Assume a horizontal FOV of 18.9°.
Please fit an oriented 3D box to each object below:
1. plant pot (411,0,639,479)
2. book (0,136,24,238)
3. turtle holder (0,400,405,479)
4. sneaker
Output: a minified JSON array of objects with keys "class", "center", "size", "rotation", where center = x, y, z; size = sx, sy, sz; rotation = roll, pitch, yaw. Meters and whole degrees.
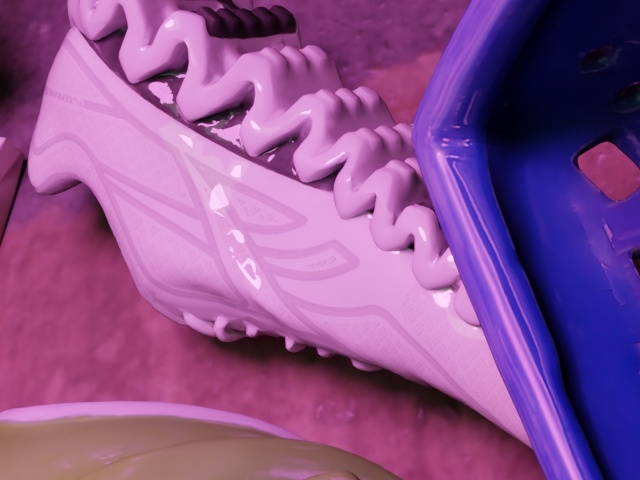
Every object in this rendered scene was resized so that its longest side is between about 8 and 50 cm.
[{"class":"plant pot","center":[0.189,-0.017,0.568],"size":[0.212,0.236,0.236],"rotation":[-9,62,-24]},{"class":"book","center":[-0.211,-0.008,0.865],"size":[0.144,0.035,0.096],"rotation":[7,68,26]},{"class":"turtle holder","center":[-0.090,0.167,0.587],"size":[0.227,0.320,0.243],"rotation":[12,102,50]},{"class":"sneaker","center":[0.000,0.000,0.743],"size":[0.292,0.110,0.118],"rotation":[39,110,25]}]
